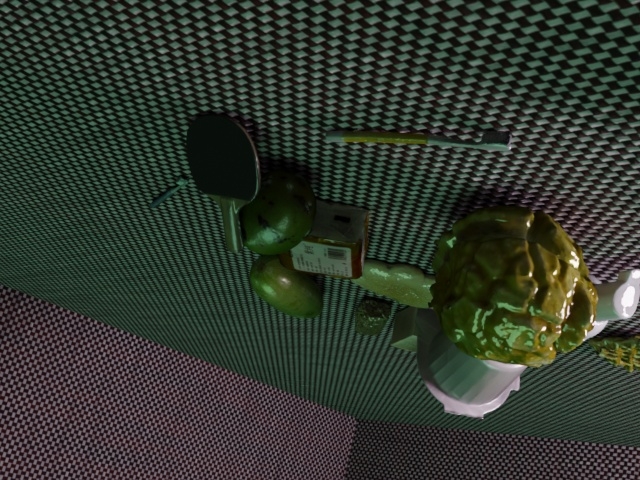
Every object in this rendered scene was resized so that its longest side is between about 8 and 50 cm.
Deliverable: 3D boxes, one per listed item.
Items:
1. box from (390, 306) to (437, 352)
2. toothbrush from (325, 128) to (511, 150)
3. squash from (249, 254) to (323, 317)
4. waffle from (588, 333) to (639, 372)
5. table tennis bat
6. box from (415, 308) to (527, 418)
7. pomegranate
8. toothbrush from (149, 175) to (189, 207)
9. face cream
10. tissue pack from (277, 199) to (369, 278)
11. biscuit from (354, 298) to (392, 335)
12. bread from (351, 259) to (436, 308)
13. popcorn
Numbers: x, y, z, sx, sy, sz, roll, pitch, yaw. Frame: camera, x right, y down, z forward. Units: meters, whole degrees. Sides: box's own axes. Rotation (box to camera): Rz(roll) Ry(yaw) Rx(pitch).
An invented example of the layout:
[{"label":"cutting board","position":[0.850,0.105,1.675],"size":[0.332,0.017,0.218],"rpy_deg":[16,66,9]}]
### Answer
[{"label":"box","position":[0.306,0.237,2.143],"size":[0.212,0.095,0.168],"rpy_deg":[17,163,-12]},{"label":"toothbrush","position":[0.138,-0.151,1.243],"size":[0.288,0.024,0.021],"rpy_deg":[6,158,27]},{"label":"squash","position":[-0.063,0.129,2.050],"size":[0.118,0.118,0.370],"rpy_deg":[5,161,23]},{"label":"waffle","position":[0.752,0.264,1.973],"size":[0.223,0.054,0.204],"rpy_deg":[23,160,-22]},{"label":"table tennis bat","position":[-0.154,-0.090,1.392],"size":[0.138,0.022,0.246],"rpy_deg":[11,124,28]},{"label":"box","position":[0.361,0.226,1.936],"size":[0.291,0.262,0.206],"rpy_deg":[53,149,15]},{"label":"pomegranate","position":[-0.098,-0.075,1.477],"size":[0.220,0.156,0.156],"rpy_deg":[53,149,-13]},{"label":"toothbrush","position":[-0.309,-0.096,1.718],"size":[0.019,0.016,0.219],"rpy_deg":[23,160,-22]},{"label":"face cream","position":[0.463,0.130,1.639],"size":[0.145,0.145,0.369],"rpy_deg":[22,160,-24]},{"label":"tissue pack","position":[0.000,0.000,1.668],"size":[0.183,0.092,0.226],"rpy_deg":[11,163,7]},{"label":"biscuit","position":[0.130,0.198,2.195],"size":[0.082,0.070,0.168],"rpy_deg":[6,160,-7]},{"label":"bread","position":[0.189,0.100,1.911],"size":[0.251,0.039,0.182],"rpy_deg":[23,160,-26]},{"label":"popcorn","position":[0.310,0.081,1.428],"size":[0.247,0.282,0.282],"rpy_deg":[9,165,-28]}]
